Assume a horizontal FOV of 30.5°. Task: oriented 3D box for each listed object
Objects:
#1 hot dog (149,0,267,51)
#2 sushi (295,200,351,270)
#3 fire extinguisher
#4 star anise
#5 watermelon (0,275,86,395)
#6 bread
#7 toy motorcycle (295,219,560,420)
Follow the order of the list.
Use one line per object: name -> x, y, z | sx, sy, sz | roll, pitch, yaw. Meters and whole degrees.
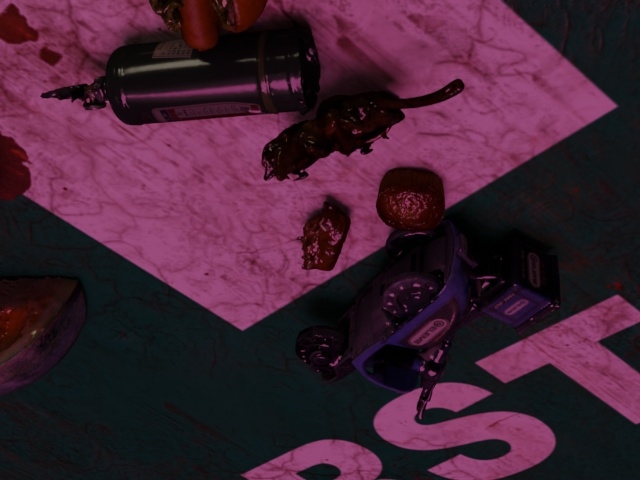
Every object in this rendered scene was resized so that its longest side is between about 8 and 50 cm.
hot dog -> -0.123, -0.312, 1.097 | 0.135, 0.100, 0.337 | 1, 138, 8
sushi -> 0.001, -0.002, 1.472 | 0.060, 0.061, 0.118 | 19, 119, 1
fire extinguisher -> -0.151, -0.171, 1.273 | 0.294, 0.118, 0.093 | -4, 103, 14
star anise -> 0.040, -0.127, 1.274 | 0.234, 0.177, 0.073 | -18, 97, 5
watermelon -> -0.487, 0.169, 1.661 | 0.322, 0.175, 0.188 | -2, 137, 14
bread -> 0.108, -0.043, 1.401 | 0.085, 0.053, 0.085 | 5, 139, 4
toy motorcycle -> 0.127, 0.109, 1.522 | 0.212, 0.125, 0.358 | 26, 137, -22
